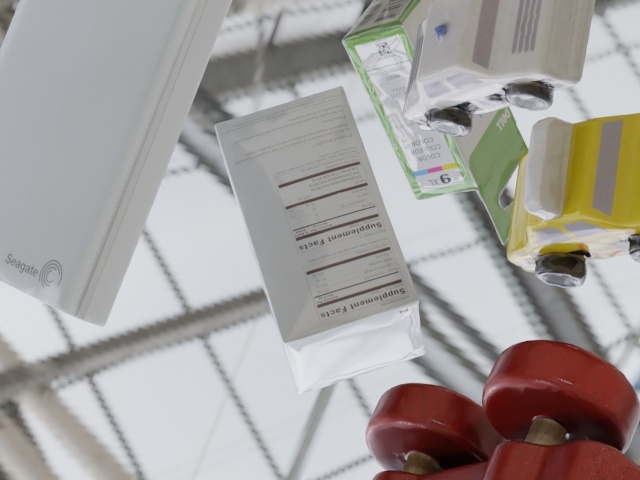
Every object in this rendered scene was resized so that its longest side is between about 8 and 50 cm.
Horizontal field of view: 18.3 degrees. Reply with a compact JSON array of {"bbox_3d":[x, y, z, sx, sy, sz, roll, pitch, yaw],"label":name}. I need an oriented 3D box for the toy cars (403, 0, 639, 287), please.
[{"bbox_3d":[0.140,-0.090,1.358,0.087,0.176,0.393,20,-158,-30],"label":"toy cars"}]

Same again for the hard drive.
[{"bbox_3d":[-0.195,-0.128,1.658,0.047,0.353,0.233,21,180,-45],"label":"hard drive"}]

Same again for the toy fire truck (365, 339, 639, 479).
[{"bbox_3d":[0.144,0.219,1.309,0.254,0.302,0.169,41,-126,-19],"label":"toy fire truck"}]

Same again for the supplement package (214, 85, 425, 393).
[{"bbox_3d":[0.000,0.000,1.912,0.134,0.139,0.244,-17,-117,-2],"label":"supplement package"}]

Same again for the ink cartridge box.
[{"bbox_3d":[0.102,-0.105,1.626,0.062,0.209,0.109,-13,-154,32],"label":"ink cartridge box"}]
